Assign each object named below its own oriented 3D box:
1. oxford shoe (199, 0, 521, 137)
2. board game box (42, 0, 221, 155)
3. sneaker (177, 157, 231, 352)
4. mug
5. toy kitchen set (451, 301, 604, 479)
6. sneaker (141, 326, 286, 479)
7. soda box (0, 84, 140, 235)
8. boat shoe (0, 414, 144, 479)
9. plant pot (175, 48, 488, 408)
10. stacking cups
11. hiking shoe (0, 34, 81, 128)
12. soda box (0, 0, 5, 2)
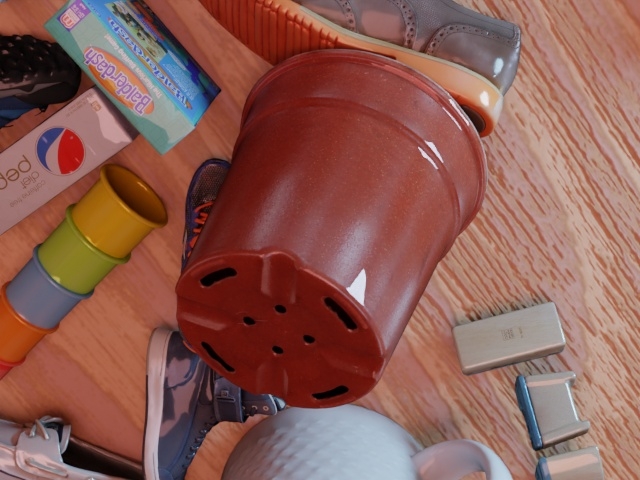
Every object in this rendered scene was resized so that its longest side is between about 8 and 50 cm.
[{"bbox_3d":[0.033,-0.234,1.094,0.364,0.130,0.132,25,74,0],"label":"oxford shoe"},{"bbox_3d":[-0.179,-0.179,1.049,0.047,0.210,0.160,-39,102,12],"label":"board game box"},{"bbox_3d":[-0.117,0.019,1.158,0.083,0.087,0.221,1,88,0],"label":"sneaker"},{"bbox_3d":[0.046,0.347,1.146,0.374,0.328,0.276,-33,104,11],"label":"mug"},{"bbox_3d":[0.241,0.203,1.237,0.122,0.166,0.207,-14,70,5],"label":"toy kitchen set"},{"bbox_3d":[-0.123,0.220,1.238,0.163,0.086,0.226,5,106,3],"label":"sneaker"},{"bbox_3d":[-0.304,-0.085,1.156,0.216,0.069,0.074,-33,104,12],"label":"soda box"},{"bbox_3d":[-0.327,0.255,1.252,0.267,0.096,0.088,30,102,-9],"label":"boat shoe"},{"bbox_3d":[0.000,0.000,1.019,0.272,0.265,0.272,13,135,14],"label":"plant pot"},{"bbox_3d":[-0.313,0.049,1.196,0.316,0.096,0.096,-42,102,17],"label":"stacking cups"},{"bbox_3d":[-0.397,-0.134,1.140,0.304,0.113,0.132,-12,131,4],"label":"hiking shoe"},{"bbox_3d":[-0.325,-0.389,1.046,0.091,0.098,0.286,15,107,-3],"label":"soda box"}]
